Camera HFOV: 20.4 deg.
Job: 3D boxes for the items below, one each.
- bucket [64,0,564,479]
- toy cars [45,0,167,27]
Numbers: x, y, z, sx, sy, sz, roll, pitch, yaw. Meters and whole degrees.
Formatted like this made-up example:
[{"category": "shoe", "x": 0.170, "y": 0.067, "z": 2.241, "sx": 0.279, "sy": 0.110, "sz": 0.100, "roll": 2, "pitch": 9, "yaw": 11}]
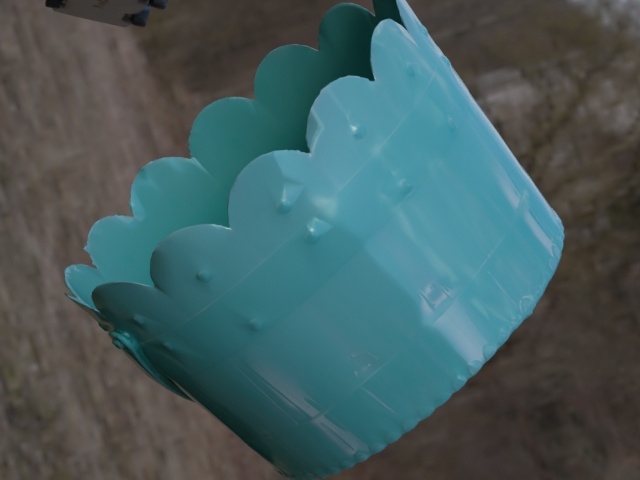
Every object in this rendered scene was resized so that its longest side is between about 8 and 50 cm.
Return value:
[{"category": "bucket", "x": 0.000, "y": 0.000, "z": 1.091, "sx": 0.183, "sy": 0.281, "sz": 0.281, "roll": 48, "pitch": 3, "yaw": -14}, {"category": "toy cars", "x": -0.242, "y": -0.279, "z": 1.582, "sx": 0.394, "sy": 0.176, "sz": 0.087, "roll": 23, "pitch": 76, "yaw": -63}]
